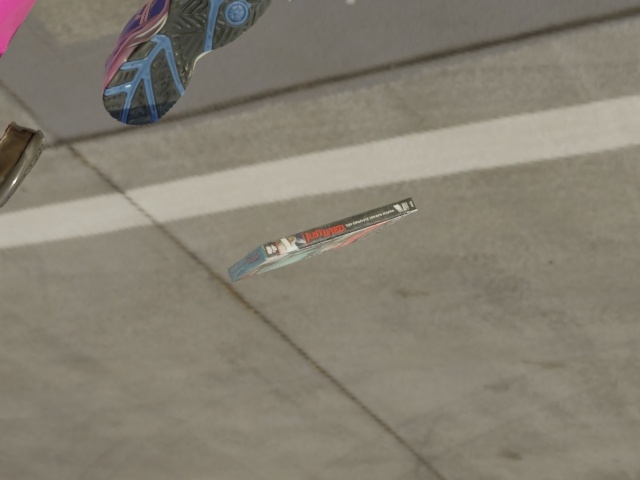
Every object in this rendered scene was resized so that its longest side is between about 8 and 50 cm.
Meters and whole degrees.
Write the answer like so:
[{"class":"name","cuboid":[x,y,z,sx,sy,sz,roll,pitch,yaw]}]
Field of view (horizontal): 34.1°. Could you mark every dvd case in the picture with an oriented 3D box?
[{"class":"dvd case","cuboid":[0.000,0.000,0.745,0.120,0.013,0.087,-19,175,-23]}]

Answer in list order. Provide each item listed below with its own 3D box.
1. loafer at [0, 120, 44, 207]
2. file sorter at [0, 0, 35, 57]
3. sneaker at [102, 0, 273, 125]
[{"class":"loafer","cuboid":[-0.325,-0.032,0.866,0.220,0.080,0.078,-37,108,9]},{"class":"file sorter","cuboid":[-0.401,-0.208,0.873,0.182,0.290,0.202,47,133,-5]},{"class":"sneaker","cuboid":[-0.117,-0.197,0.897,0.211,0.081,0.080,-41,129,10]}]
